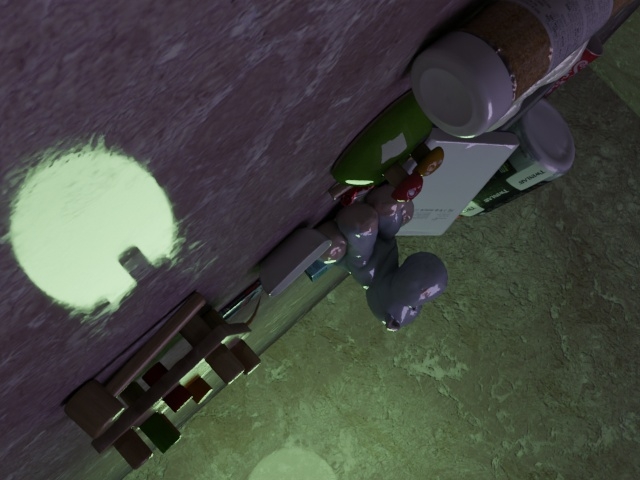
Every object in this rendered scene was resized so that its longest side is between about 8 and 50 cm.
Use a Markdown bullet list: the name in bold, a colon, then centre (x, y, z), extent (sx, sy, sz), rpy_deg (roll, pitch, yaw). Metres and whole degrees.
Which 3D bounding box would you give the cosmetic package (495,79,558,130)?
- **cosmetic package**: centre (0.384, -0.291, 1.754), extent (0.238, 0.107, 0.127), rpy_deg (-44, 174, -20)

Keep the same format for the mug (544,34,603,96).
- **mug**: centre (0.528, -0.420, 1.895), extent (0.169, 0.150, 0.113), rpy_deg (-42, -148, 41)

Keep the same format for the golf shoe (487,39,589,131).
- **golf shoe**: centre (0.330, -0.291, 1.371), extent (0.306, 0.115, 0.140), rpy_deg (-49, 165, 29)

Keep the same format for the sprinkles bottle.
- **sprinkles bottle**: centre (0.269, -0.270, 1.044), extent (0.355, 0.121, 0.121), rpy_deg (-40, 173, -25)

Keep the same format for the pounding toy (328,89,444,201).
- **pounding toy**: centre (0.115, -0.112, 1.210), extent (0.183, 0.110, 0.237), rpy_deg (-41, 174, -10)

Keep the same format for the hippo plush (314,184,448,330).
- **hippo plush**: centre (0.104, 0.059, 1.597), extent (0.294, 0.237, 0.234), rpy_deg (-40, 168, 29)

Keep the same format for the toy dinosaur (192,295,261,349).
- **toy dinosaur**: centre (-0.187, 0.206, 1.706), extent (0.112, 0.064, 0.211), rpy_deg (-48, 172, 33)

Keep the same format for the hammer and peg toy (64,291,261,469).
- **hammer and peg toy**: centre (-0.218, 0.214, 1.244), extent (0.266, 0.127, 0.361), rpy_deg (-43, 174, -2)

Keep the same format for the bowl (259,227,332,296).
- **bowl**: centre (-0.048, 0.031, 1.422), extent (0.142, 0.053, 0.142), rpy_deg (-43, 173, 1)

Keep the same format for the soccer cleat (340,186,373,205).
- **soccer cleat**: centre (0.068, -0.091, 1.456), extent (0.083, 0.029, 0.035), rpy_deg (-42, -176, 23)

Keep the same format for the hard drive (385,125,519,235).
- **hard drive**: centre (0.237, -0.114, 1.713), extent (0.210, 0.040, 0.319), rpy_deg (0, 147, -26)

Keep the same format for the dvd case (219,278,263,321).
- **dvd case**: centre (-0.146, 0.112, 1.549), extent (0.119, 0.013, 0.087), rpy_deg (-41, 174, -26)

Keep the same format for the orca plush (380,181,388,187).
- **orca plush**: centre (0.185, -0.080, 1.919), extent (0.151, 0.102, 0.287), rpy_deg (-43, 174, 1)

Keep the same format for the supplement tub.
- **supplement tub**: centre (0.414, -0.187, 1.988), extent (0.338, 0.207, 0.207), rpy_deg (-31, -176, 44)

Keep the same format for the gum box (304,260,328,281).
- **gum box**: centre (0.041, 0.020, 1.935), extent (0.184, 0.041, 0.157), rpy_deg (-37, 174, -4)
